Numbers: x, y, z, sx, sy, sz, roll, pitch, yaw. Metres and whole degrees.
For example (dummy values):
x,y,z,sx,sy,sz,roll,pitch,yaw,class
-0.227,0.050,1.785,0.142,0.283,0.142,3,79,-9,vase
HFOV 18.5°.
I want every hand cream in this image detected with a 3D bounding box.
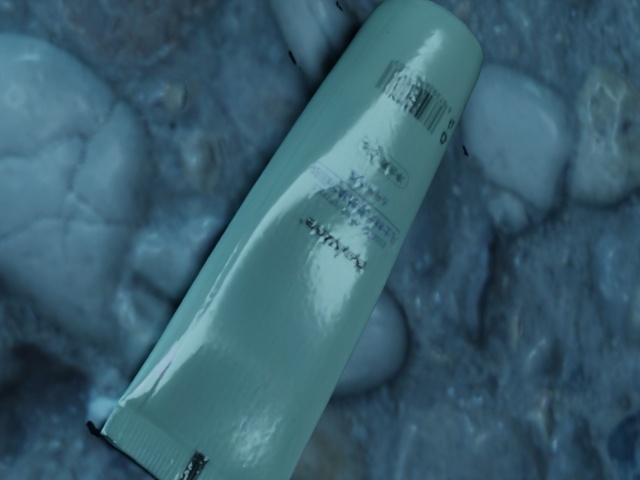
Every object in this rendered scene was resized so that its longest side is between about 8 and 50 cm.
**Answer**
x,y,z,sx,sy,sz,roll,pitch,yaw,class
0.000,0.000,1.052,0.109,0.067,0.321,41,61,-25,hand cream
